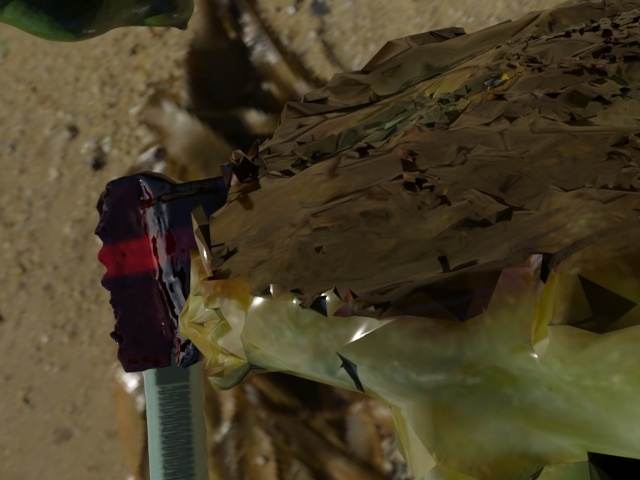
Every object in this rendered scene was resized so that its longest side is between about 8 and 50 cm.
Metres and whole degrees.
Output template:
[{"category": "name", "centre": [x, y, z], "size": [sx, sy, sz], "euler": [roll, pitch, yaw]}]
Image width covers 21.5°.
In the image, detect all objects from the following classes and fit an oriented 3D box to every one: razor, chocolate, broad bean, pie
[{"category": "razor", "centre": [-0.067, 0.170, 0.782], "size": [0.056, 0.277, 0.111], "euler": [0, 146, 4]}, {"category": "chocolate", "centre": [0.000, 0.000, 0.648], "size": [0.182, 0.028, 0.086], "euler": [-7, 82, 9]}, {"category": "broad bean", "centre": [-0.147, -0.122, 0.763], "size": [0.046, 0.195, 0.061], "euler": [-49, 59, 35]}, {"category": "pie", "centre": [0.133, -0.019, 0.432], "size": [0.355, 0.288, 0.103], "euler": [-15, 108, -11]}]
